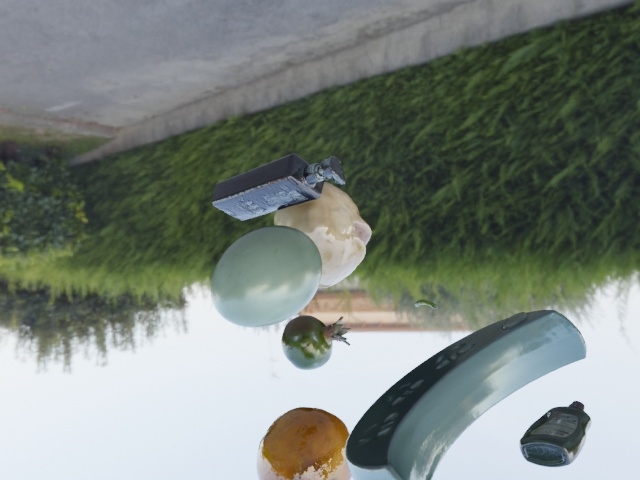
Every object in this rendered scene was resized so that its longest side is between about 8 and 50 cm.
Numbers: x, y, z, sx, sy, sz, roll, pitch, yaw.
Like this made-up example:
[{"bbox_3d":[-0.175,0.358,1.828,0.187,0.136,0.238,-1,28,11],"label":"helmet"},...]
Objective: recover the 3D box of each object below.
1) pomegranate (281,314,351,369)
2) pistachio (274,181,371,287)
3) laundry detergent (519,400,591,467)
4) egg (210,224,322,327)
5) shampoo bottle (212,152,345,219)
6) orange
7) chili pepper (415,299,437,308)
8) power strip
[{"bbox_3d":[-0.014,0.319,1.763,0.224,0.182,0.181,-25,178,15],"label":"pomegranate"},{"bbox_3d":[0.000,0.000,1.235,0.213,0.194,0.318,16,149,7],"label":"pistachio"},{"bbox_3d":[0.580,0.457,1.330,0.144,0.078,0.221,-19,-175,43],"label":"laundry detergent"},{"bbox_3d":[-0.083,0.057,0.858,0.192,0.149,0.149,-37,-158,-33],"label":"egg"},{"bbox_3d":[-0.082,-0.110,1.082,0.309,0.071,0.098,-14,144,41],"label":"shampoo bottle"},{"bbox_3d":[-0.035,0.560,1.402,0.260,0.261,0.261,-4,-177,0],"label":"orange"},{"bbox_3d":[0.272,0.168,1.426,0.017,0.030,0.083,-44,-156,-25],"label":"chili pepper"},{"bbox_3d":[0.122,0.139,0.488,0.253,0.054,0.167,-33,180,-29],"label":"power strip"}]
